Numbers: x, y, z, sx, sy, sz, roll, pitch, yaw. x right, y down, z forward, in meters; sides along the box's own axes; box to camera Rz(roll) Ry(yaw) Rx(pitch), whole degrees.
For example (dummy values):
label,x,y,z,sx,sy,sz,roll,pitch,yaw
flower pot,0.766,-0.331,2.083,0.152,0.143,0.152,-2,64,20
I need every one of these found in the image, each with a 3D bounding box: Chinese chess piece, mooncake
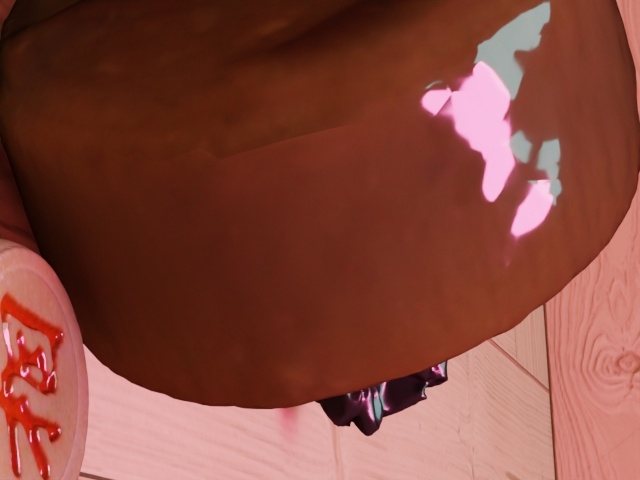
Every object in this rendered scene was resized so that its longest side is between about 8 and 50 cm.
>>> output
label,x,y,z,sx,sy,sz,roll,pitch,yaw
Chinese chess piece,-0.132,0.059,0.696,0.122,0.051,0.122,-5,90,-76
mooncake,-0.005,-0.071,0.794,0.284,0.284,0.155,-75,149,-54

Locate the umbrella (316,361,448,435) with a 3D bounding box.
label,x,y,z,sx,sy,sz,roll,pitch,yaw
umbrella,0.000,0.000,1.136,0.122,0.110,0.272,-80,154,-45
